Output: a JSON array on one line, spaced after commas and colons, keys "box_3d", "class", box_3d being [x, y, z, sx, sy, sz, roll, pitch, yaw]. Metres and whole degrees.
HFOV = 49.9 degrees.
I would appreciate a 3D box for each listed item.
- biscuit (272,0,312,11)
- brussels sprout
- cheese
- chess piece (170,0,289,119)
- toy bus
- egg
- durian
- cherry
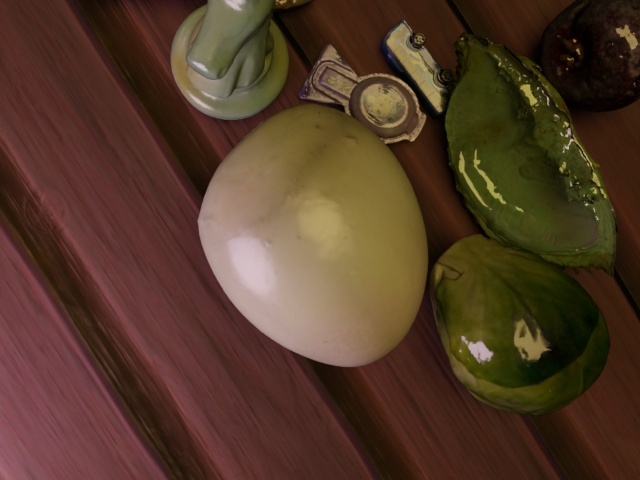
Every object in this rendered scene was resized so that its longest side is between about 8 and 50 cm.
[{"box_3d": [-0.143, -0.435, 1.018, 0.141, 0.038, 0.290, -40, 92, -8], "class": "biscuit"}, {"box_3d": [0.270, 0.120, 0.981, 0.219, 0.210, 0.271, -37, 78, -13], "class": "brussels sprout"}, {"box_3d": [0.069, -0.212, 1.038, 0.190, 0.042, 0.105, 27, 86, 2], "class": "cheese"}, {"box_3d": [-0.111, -0.266, 0.887, 0.175, 0.298, 0.176, 1, 86, -10], "class": "chess piece"}, {"box_3d": [0.152, -0.261, 1.049, 0.061, 0.051, 0.153, -39, 94, -2], "class": "toy bus"}, {"box_3d": [0.000, 0.000, 0.898, 0.283, 0.283, 0.345, -33, 94, -8], "class": "egg"}, {"box_3d": [0.282, -0.113, 0.983, 0.163, 0.198, 0.395, -27, 101, -1], "class": "durian"}, {"box_3d": [0.430, -0.285, 1.025, 0.194, 0.195, 0.195, 0, 88, -8], "class": "cherry"}]
